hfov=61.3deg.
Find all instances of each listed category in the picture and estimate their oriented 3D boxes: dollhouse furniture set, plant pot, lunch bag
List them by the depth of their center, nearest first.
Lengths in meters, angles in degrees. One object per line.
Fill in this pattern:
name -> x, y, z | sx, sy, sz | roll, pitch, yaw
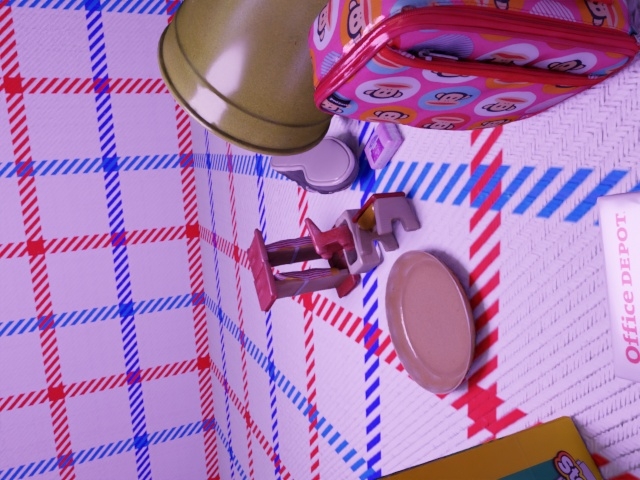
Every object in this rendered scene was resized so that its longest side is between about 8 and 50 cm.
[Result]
lunch bag -> 0.155, -0.204, 0.539 | 0.258, 0.293, 0.120 | 159, 107, -66
plant pot -> 0.180, 0.131, 0.890 | 0.236, 0.032, 0.237 | 173, 90, -67
plant pot -> -0.055, -0.402, 0.939 | 0.353, 0.366, 0.367 | -47, 54, 46
dollhouse furniture set -> 0.000, 0.000, 1.049 | 0.374, 0.201, 0.152 | 127, 131, -58

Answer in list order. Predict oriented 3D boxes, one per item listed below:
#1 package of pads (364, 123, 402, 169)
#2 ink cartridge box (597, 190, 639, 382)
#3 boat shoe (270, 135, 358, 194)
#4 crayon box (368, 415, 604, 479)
package of pads -> 0.111, -0.170, 0.960 | 0.083, 0.031, 0.050 | 122, 137, -55
ink cartridge box -> 0.347, 0.035, 0.405 | 0.237, 0.100, 0.172 | 175, 89, -66
boat shoe -> 0.004, -0.155, 1.161 | 0.112, 0.095, 0.335 | -59, 32, -4
crayon box -> 0.210, 0.402, 0.551 | 0.106, 0.313, 0.363 | -58, 44, 50
